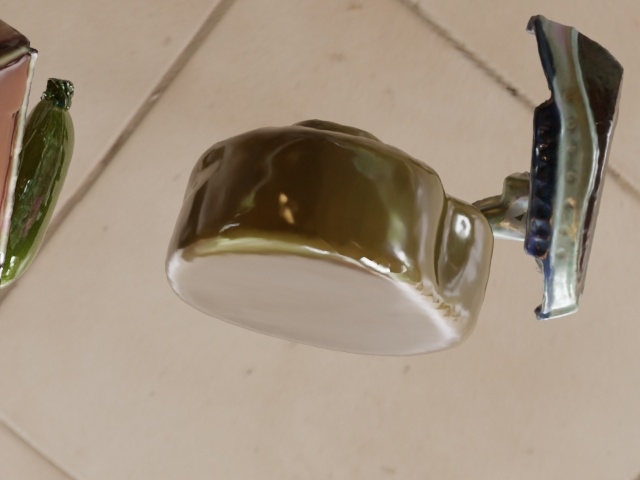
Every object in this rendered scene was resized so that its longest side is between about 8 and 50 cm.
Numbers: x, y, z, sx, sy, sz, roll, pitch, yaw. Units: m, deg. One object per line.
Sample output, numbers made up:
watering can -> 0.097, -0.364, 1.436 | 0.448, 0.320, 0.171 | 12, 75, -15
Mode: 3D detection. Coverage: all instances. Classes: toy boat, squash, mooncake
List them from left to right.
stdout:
squash -> -0.219, -0.042, 1.134 | 0.052, 0.183, 0.052 | 11, 150, 6
mooncake -> 0.000, 0.000, 1.089 | 0.235, 0.235, 0.117 | 10, 72, 6
toy boat -> 0.189, -0.062, 1.313 | 0.115, 0.114, 0.262 | 12, 101, 12

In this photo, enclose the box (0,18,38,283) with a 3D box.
box -> -0.310, -0.011, 0.587 | 0.385, 0.122, 0.344 | 34, 130, 19
